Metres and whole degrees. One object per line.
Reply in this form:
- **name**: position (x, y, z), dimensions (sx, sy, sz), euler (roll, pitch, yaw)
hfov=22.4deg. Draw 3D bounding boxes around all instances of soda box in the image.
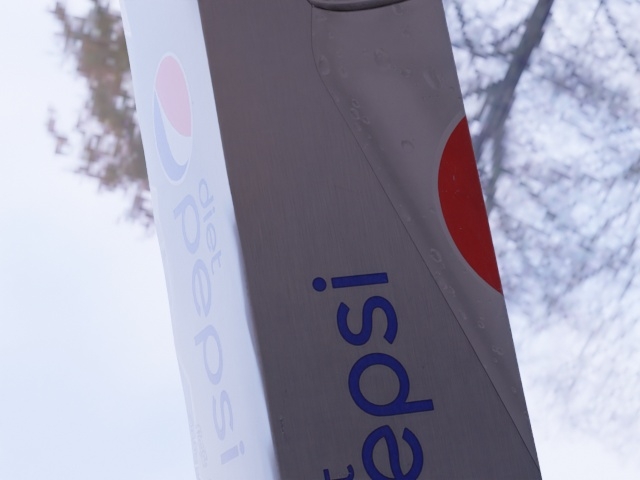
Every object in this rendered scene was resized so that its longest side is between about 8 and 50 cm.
- **soda box**: position (0.000, 0.000, 0.579), dimensions (0.098, 0.091, 0.286), euler (-4, -105, -22)
